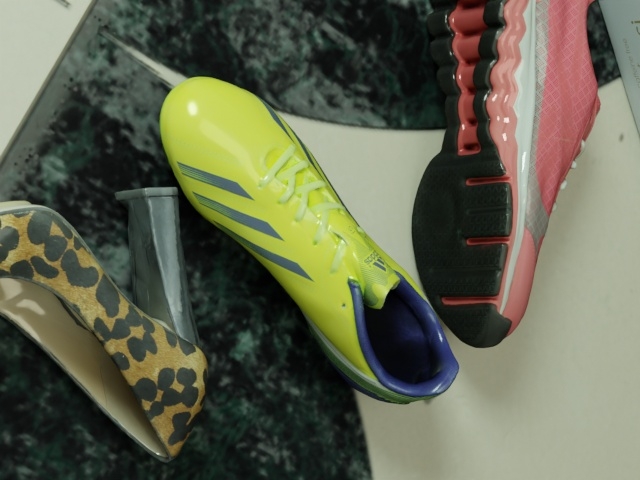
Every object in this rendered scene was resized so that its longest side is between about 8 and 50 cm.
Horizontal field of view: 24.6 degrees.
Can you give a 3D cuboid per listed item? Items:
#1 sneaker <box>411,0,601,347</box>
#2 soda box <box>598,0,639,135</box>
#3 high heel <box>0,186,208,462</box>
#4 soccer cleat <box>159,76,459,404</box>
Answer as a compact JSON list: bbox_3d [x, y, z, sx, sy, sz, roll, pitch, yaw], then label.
[{"bbox_3d":[0.159,-0.073,1.107,0.136,0.116,0.314,3,93,-31],"label":"sneaker"},{"bbox_3d":[0.296,-0.141,1.205,0.074,0.069,0.216,-29,109,-25],"label":"soda box"},{"bbox_3d":[-0.185,0.068,0.929,0.261,0.093,0.186,-8,92,-38],"label":"high heel"},{"bbox_3d":[0.001,0.000,1.017,0.093,0.121,0.289,-46,115,-19],"label":"soccer cleat"}]
